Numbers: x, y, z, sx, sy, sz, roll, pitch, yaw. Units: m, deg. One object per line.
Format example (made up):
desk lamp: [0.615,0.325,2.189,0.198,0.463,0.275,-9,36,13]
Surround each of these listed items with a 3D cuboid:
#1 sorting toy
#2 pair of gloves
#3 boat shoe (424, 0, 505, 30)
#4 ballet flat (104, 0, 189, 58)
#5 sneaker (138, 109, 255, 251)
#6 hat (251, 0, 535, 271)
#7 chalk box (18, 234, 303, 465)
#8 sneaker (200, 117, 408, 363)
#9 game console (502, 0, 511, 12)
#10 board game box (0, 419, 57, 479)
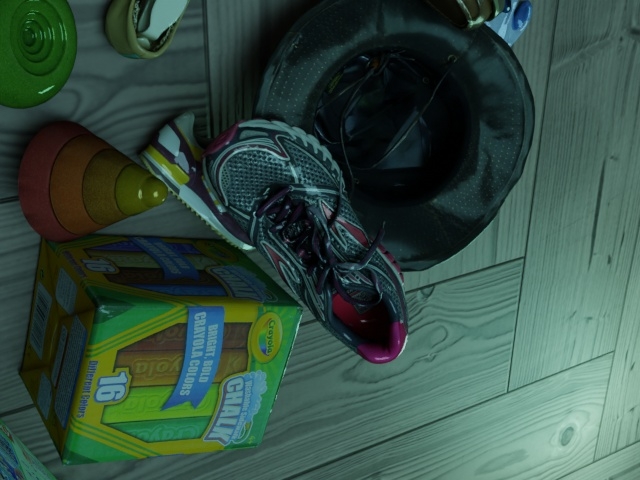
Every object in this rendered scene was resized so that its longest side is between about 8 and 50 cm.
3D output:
sorting toy: [-0.217,-0.154,0.773,0.127,0.126,0.365,-51,140,-47]
pair of gloves: [0.181,-0.252,1.082,0.198,0.023,0.159,-14,120,-27]
boat shoe: [0.044,-0.307,0.853,0.104,0.111,0.307,-44,93,-9]
ballet flat: [-0.127,-0.274,0.833,0.080,0.073,0.232,19,102,-39]
sneaker: [-0.107,-0.061,0.957,0.084,0.069,0.185,-47,131,2]
hat: [0.067,-0.129,0.998,0.331,0.134,0.331,-5,105,-18]
chalk box: [-0.146,0.108,0.946,0.289,0.179,0.180,3,112,-34]
sneaker: [0.000,0.000,0.889,0.121,0.112,0.299,-37,115,14]
game console: [0.221,-0.422,0.917,0.250,0.173,0.293,-26,123,-20]
board game box: [-0.303,0.276,0.905,0.046,0.213,0.317,-36,128,-14]
